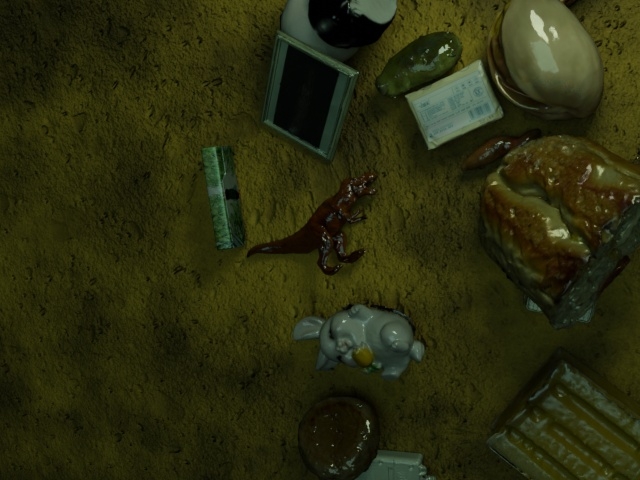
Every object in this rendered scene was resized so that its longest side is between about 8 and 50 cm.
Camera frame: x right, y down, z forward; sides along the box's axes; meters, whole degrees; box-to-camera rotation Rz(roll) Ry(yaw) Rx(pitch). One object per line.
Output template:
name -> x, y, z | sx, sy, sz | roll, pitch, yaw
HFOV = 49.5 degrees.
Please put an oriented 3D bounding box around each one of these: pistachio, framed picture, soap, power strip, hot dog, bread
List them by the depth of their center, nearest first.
pistachio -> 0.497, -0.399, 1.525 | 0.230, 0.230, 0.308 | -31, 85, 19
hot dog -> 0.517, -0.051, 1.527 | 0.367, 0.196, 0.365 | -55, 44, 13
soap -> 0.612, 0.471, 1.641 | 0.335, 0.156, 0.293 | 36, 110, 9
framed picture -> -0.038, -0.346, 1.711 | 0.231, 0.018, 0.293 | 30, 141, 11
bread -> 0.051, 0.520, 1.817 | 0.230, 0.123, 0.230 | -11, 57, 18
power strip -> 0.143, 0.615, 1.862 | 0.338, 0.058, 0.098 | 0, 98, 18

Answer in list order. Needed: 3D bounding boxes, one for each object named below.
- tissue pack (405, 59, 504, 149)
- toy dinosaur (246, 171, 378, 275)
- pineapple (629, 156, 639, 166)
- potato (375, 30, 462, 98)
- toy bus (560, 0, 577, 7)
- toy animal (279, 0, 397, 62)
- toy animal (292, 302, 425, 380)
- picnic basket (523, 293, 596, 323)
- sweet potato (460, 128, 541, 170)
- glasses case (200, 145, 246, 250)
tissue pack -> 0.319, -0.320, 1.649 | 0.196, 0.092, 0.148 | -23, 91, 18
toy dinosaur -> 0.000, 0.000, 1.796 | 0.432, 0.097, 0.208 | -36, 73, 16
pineapple -> 0.778, -0.172, 1.519 | 0.251, 0.125, 0.125 | -31, 88, 13
potato -> 0.233, -0.420, 1.656 | 0.226, 0.090, 0.117 | -27, 51, 14
toy bus -> 0.588, -0.603, 1.522 | 0.194, 0.088, 0.083 | -40, 84, 19
toy animal -> 0.037, -0.535, 1.649 | 0.267, 0.213, 0.212 | -12, 95, 50
toy animal -> 0.098, 0.259, 1.779 | 0.325, 0.154, 0.208 | -14, 116, 39
picnic basket -> 0.571, 0.121, 1.640 | 0.164, 0.079, 0.115 | 12, 102, 16
sweet potato -> 0.426, -0.219, 1.650 | 0.202, 0.055, 0.058 | -21, 113, 19
glasses case -> -0.256, -0.116, 1.860 | 0.062, 0.095, 0.272 | -7, 96, 14
